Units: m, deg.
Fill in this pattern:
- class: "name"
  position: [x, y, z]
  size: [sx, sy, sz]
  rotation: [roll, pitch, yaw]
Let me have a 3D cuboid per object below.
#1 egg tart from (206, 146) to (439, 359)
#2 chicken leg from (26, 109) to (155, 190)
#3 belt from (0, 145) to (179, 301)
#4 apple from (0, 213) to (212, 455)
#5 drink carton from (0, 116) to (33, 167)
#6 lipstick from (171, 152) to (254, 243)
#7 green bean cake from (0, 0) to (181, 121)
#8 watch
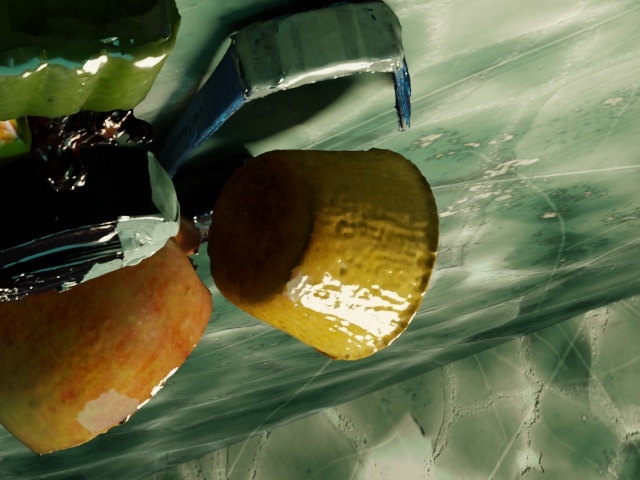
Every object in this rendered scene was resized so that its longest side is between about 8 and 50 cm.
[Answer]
- class: "egg tart"
  position: [0.000, 0.000, 1.467]
  size: [0.170, 0.215, 0.215]
  rotation: [17, 147, -42]
- class: "chicken leg"
  position: [-0.155, -0.139, 1.097]
  size: [0.105, 0.063, 0.234]
  rotation: [2, 118, -34]
- class: "belt"
  position: [-0.210, -0.010, 1.209]
  size: [0.198, 0.078, 0.151]
  rotation: [-17, 164, -6]
- class: "apple"
  position: [-0.243, 0.038, 1.425]
  size: [0.251, 0.293, 0.163]
  rotation: [-40, 122, 1]
- class: "drink carton"
  position: [-0.295, -0.088, 1.190]
  size: [0.154, 0.111, 0.351]
  rotation: [-15, 165, 0]
- class: "lipstick"
  position: [-0.193, -0.012, 1.618]
  size: [0.299, 0.081, 0.081]
  rotation: [-20, 164, 15]
- class: "green bean cake"
  position: [-0.192, -0.165, 0.846]
  size: [0.214, 0.200, 0.113]
  rotation: [-10, 165, -21]
- class: "watch"
  position: [-0.049, -0.130, 1.395]
  size: [0.276, 0.068, 0.274]
  rotation: [-15, 170, 0]
